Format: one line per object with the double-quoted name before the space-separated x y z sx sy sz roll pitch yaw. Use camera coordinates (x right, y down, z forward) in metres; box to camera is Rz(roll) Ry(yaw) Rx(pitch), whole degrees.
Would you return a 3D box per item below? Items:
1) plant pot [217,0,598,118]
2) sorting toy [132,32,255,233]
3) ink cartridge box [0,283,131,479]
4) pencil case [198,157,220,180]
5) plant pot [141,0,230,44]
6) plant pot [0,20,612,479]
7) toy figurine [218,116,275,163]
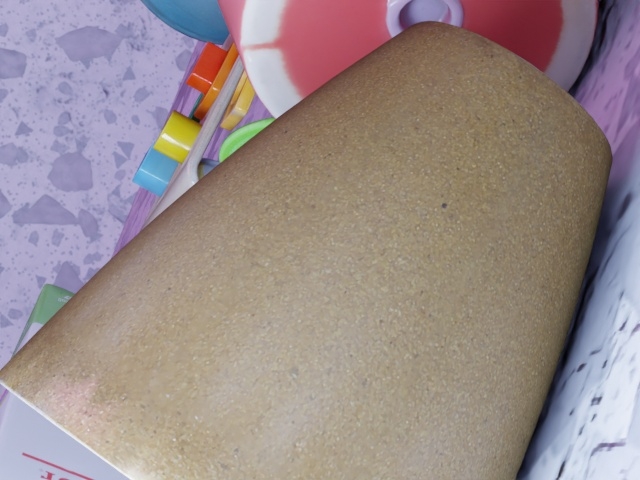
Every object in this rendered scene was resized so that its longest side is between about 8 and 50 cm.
"plant pot" 0.047 -0.192 0.962 0.243 0.275 0.275 -95 28 -47
"sorting toy" -0.112 -0.099 1.398 0.347 0.047 0.196 -46 22 61
"ink cartridge box" -0.156 0.196 1.208 0.119 0.207 0.353 -61 12 23
"pencil case" -0.112 0.061 1.476 0.273 0.114 0.124 -66 -29 -9
"plant pot" -0.053 -0.363 1.741 0.255 0.272 0.271 -7 60 61
"plant pot" 0.018 0.030 0.767 0.254 0.237 0.237 -55 10 -9
"toy figurine" 0.000 0.000 1.207 0.173 0.130 0.159 -22 56 40
